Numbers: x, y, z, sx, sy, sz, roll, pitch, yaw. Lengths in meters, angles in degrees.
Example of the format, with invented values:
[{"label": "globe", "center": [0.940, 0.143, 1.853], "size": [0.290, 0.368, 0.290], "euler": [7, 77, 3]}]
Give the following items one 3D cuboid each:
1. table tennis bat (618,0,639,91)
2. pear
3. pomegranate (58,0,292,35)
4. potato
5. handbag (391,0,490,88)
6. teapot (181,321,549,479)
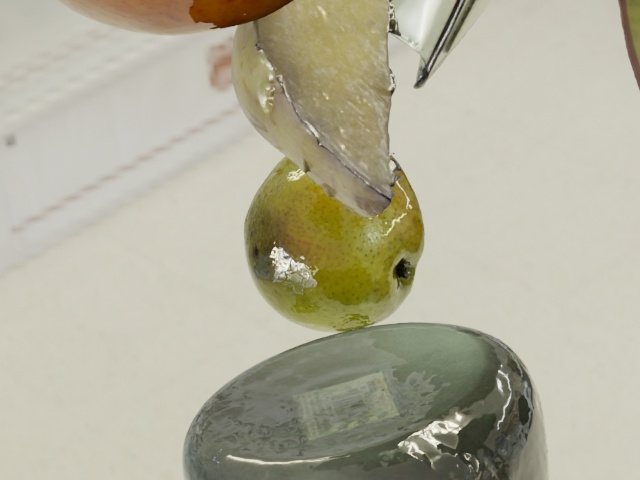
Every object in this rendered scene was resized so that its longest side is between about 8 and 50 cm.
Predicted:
[{"label": "table tennis bat", "center": [0.277, -0.036, 0.994], "size": [0.051, 0.415, 0.268], "euler": [-31, 18, -27]}, {"label": "pear", "center": [0.000, 0.000, 1.403], "size": [0.104, 0.141, 0.141], "euler": [-17, 32, -39]}, {"label": "pomegranate", "center": [-0.085, -0.246, 1.038], "size": [0.264, 0.264, 0.264], "euler": [-6, 34, 4]}, {"label": "potato", "center": [-0.013, -0.079, 1.166], "size": [0.100, 0.089, 0.172], "euler": [16, 51, -23]}, {"label": "handbag", "center": [0.124, -0.323, 1.459], "size": [0.160, 0.358, 0.237], "euler": [35, 35, 9]}, {"label": "teapot", "center": [0.073, 0.223, 1.197], "size": [0.223, 0.285, 0.305], "euler": [-27, 24, -30]}]
